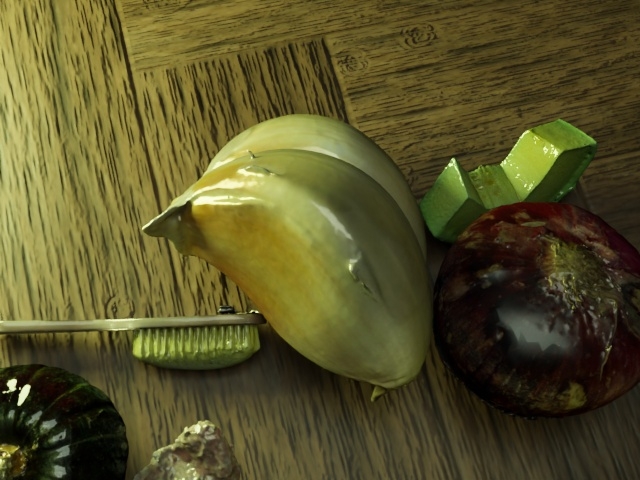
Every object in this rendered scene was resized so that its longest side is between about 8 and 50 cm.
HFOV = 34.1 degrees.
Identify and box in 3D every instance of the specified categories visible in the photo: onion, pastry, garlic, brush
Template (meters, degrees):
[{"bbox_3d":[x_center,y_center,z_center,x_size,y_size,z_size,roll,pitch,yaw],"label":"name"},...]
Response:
[{"bbox_3d":[0.236,0.078,1.106,0.246,0.190,0.246,4,48,-4],"label":"onion"},{"bbox_3d":[-0.175,0.303,1.011,0.103,0.112,0.265,40,60,-1],"label":"pastry"},{"bbox_3d":[0.000,0.000,1.108,0.313,0.286,0.249,29,93,4],"label":"garlic"},{"bbox_3d":[-0.214,0.110,1.133,0.313,0.072,0.067,-1,81,-3],"label":"brush"}]

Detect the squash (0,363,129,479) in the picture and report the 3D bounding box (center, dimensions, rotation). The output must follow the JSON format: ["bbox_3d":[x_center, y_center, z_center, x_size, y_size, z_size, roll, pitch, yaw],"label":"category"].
[{"bbox_3d":[-0.290,0.213,1.036,0.193,0.156,0.193,-10,62,19],"label":"squash"}]

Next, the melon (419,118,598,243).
[{"bbox_3d":[0.210,-0.064,1.207,0.210,0.118,0.064,-18,55,-24],"label":"melon"}]
